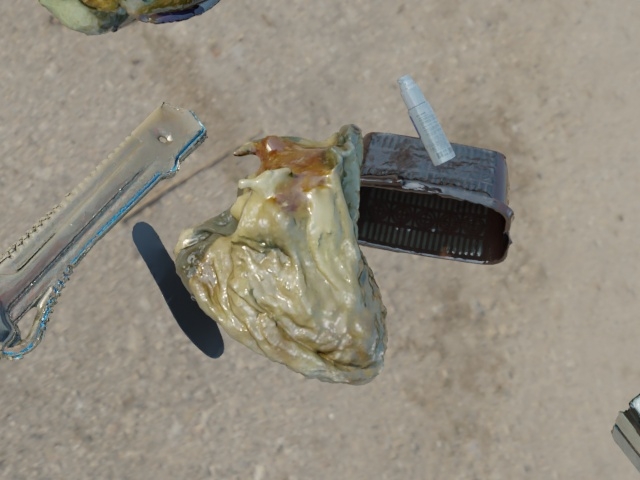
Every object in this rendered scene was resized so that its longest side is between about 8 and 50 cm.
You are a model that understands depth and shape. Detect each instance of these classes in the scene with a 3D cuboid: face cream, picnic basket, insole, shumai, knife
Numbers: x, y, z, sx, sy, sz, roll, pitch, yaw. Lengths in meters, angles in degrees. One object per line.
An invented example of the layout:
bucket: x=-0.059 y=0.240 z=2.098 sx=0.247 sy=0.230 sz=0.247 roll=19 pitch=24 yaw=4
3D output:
face cream: x=0.142 y=-0.166 z=1.574 sx=0.034 sy=0.034 sz=0.130 roll=-32 pitch=96 yaw=-46
picnic basket: x=0.165 y=-0.076 z=1.822 sx=0.297 sy=0.222 sz=0.129 roll=9 pitch=64 yaw=8
insole: x=-0.206 y=0.074 z=1.657 sx=0.232 sy=0.003 sz=0.080 roll=59 pitch=31 yaw=-12
shumai: x=0.000 y=0.000 z=1.398 sx=0.314 sy=0.262 sz=0.267 roll=44 pitch=26 yaw=24
knife: x=-0.244 y=-0.019 z=1.223 sx=0.089 sy=0.043 sz=0.365 roll=44 pitch=60 yaw=-10

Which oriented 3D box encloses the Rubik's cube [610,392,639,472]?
Rubik's cube: x=0.388 y=0.180 z=1.045 sx=0.167 sy=0.180 sz=0.183 roll=54 pitch=-4 yaw=22

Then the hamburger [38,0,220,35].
hamburger: x=-0.188 y=-0.390 z=1.198 sx=0.277 sy=0.195 sz=0.318 roll=-42 pitch=129 yaw=-45
